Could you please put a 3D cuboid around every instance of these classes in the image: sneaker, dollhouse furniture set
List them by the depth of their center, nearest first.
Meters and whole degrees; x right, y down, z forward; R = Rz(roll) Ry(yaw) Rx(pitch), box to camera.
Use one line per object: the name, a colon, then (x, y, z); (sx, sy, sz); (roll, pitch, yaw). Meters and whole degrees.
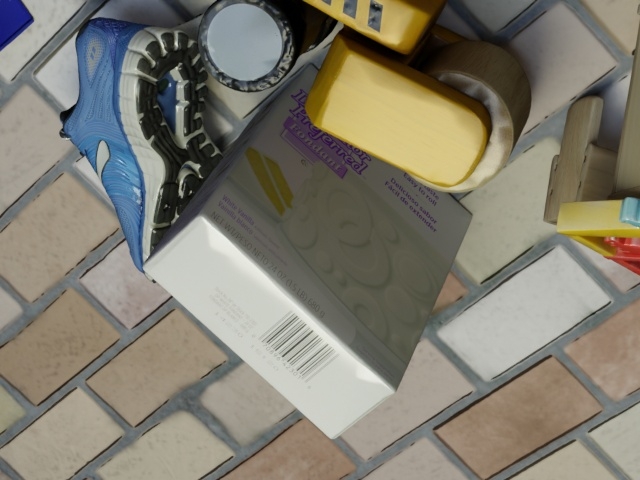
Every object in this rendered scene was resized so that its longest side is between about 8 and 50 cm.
dollhouse furniture set: (0.420, -0.090, 1.495); (0.303, 0.198, 0.286); (16, 169, -18)
sneaker: (-0.125, -0.213, 1.642); (0.109, 0.040, 0.043); (3, 89, 26)
sneaker: (-0.188, -0.100, 1.693); (0.147, 0.130, 0.330); (29, 139, 33)

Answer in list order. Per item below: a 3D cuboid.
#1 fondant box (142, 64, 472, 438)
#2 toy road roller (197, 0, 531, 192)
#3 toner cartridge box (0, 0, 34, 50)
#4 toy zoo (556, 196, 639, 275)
fondant box: (0.000, 0.000, 1.543); (0.238, 0.330, 0.096); (43, 123, -9)
toy road roller: (0.066, -0.221, 1.471); (0.330, 0.202, 0.240); (29, 115, 3)
toner cartridge box: (-0.450, -0.317, 1.612); (0.075, 0.165, 0.348); (-25, 109, 30)
toy zoo: (0.348, 0.008, 1.462); (0.192, 0.030, 0.293); (2, 166, 41)
